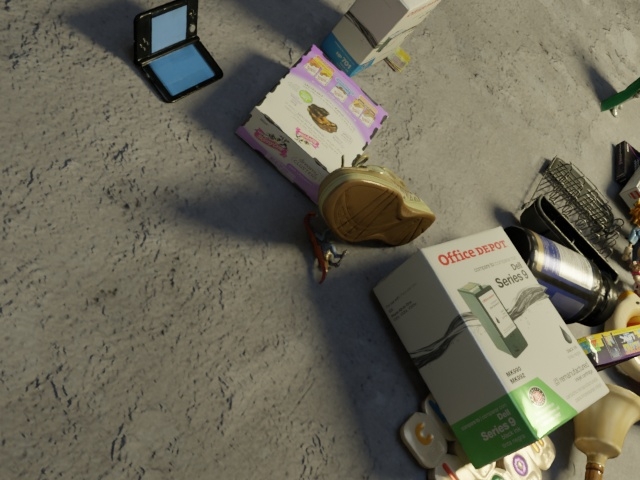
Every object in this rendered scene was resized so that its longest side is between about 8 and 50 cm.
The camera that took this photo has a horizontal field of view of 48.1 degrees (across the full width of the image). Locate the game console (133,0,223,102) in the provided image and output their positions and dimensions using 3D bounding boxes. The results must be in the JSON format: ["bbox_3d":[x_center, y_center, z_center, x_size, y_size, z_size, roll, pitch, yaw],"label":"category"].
[{"bbox_3d":[-0.195,-0.271,1.006,0.071,0.107,0.122,30,44,19],"label":"game console"}]

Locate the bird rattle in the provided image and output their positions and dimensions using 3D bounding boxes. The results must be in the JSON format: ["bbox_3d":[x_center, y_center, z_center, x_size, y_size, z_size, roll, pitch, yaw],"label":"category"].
[{"bbox_3d":[0.598,0.204,1.295,0.207,0.143,0.253,35,62,1],"label":"bird rattle"}]

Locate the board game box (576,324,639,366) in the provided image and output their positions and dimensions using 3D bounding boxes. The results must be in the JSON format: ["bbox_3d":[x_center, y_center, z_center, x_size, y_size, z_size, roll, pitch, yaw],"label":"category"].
[{"bbox_3d":[0.423,0.186,1.136,0.170,0.141,0.048,-4,67,-36],"label":"board game box"}]

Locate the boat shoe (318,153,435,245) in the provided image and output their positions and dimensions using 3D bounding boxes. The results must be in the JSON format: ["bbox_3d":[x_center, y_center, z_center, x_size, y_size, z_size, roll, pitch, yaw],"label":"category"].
[{"bbox_3d":[0.070,-0.057,1.021,0.089,0.104,0.285,59,18,23],"label":"boat shoe"}]

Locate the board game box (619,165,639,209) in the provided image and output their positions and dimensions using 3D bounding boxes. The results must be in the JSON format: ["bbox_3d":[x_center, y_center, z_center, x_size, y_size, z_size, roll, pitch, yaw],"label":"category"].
[{"bbox_3d":[0.792,-0.043,1.557,0.305,0.053,0.193,51,57,-6],"label":"board game box"}]

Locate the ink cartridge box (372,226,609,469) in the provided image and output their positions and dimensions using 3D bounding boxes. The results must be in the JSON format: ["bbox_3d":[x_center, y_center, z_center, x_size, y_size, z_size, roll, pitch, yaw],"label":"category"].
[{"bbox_3d":[0.239,0.140,1.020,0.211,0.121,0.289,-13,66,-43],"label":"ink cartridge box"}]

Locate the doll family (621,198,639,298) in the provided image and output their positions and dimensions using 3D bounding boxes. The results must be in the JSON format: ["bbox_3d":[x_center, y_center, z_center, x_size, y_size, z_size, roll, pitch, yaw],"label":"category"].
[{"bbox_3d":[0.654,-0.019,1.399,0.263,0.118,0.163,-38,133,-17],"label":"doll family"}]

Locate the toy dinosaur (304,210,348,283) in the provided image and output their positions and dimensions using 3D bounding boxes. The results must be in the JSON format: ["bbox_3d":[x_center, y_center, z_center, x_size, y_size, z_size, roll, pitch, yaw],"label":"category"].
[{"bbox_3d":[0.000,0.000,1.011,0.082,0.047,0.090,37,57,12],"label":"toy dinosaur"}]

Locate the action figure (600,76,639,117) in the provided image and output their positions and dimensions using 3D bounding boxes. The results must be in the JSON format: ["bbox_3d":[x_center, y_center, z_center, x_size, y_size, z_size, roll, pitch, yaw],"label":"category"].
[{"bbox_3d":[0.761,-0.368,1.628,0.063,0.232,0.137,48,49,-3],"label":"action figure"}]

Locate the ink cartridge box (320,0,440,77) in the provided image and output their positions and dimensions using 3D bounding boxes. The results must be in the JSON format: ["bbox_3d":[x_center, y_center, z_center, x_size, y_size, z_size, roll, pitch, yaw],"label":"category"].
[{"bbox_3d":[0.107,-0.371,1.187,0.139,0.190,0.082,-37,91,-36],"label":"ink cartridge box"}]

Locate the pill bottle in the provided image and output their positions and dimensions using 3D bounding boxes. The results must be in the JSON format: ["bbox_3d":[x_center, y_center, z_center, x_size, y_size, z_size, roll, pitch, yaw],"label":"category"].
[{"bbox_3d":[0.382,0.067,1.186,0.219,0.123,0.123,23,54,-24],"label":"pill bottle"}]

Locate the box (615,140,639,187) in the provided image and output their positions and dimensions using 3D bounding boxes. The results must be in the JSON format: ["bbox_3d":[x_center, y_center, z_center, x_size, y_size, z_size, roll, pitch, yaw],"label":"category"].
[{"bbox_3d":[0.727,-0.138,1.611,0.162,0.029,0.116,31,51,-17],"label":"box"}]

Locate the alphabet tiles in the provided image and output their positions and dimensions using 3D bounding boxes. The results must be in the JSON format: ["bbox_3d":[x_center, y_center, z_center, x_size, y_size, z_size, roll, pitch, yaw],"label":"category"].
[{"bbox_3d":[0.231,0.328,1.000,0.278,0.021,0.284,53,48,1],"label":"alphabet tiles"}]

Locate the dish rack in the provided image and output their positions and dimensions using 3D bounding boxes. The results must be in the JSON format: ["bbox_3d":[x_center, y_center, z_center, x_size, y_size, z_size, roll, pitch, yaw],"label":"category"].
[{"bbox_3d":[0.491,-0.049,1.364,0.208,0.074,0.271,46,48,-6],"label":"dish rack"}]

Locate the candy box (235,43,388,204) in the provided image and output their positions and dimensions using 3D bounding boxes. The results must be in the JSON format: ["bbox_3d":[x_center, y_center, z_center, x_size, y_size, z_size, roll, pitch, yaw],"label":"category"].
[{"bbox_3d":[-0.008,-0.177,1.083,0.165,0.070,0.196,42,48,-9],"label":"candy box"}]

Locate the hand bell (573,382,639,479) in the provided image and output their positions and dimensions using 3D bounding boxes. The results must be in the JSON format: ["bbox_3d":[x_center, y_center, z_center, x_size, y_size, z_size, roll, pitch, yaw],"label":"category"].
[{"bbox_3d":[0.403,0.345,1.058,0.126,0.126,0.242,33,56,-16],"label":"hand bell"}]

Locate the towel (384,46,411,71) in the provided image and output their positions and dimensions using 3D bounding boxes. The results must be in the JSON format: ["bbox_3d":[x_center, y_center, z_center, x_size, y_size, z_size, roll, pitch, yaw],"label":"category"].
[{"bbox_3d":[0.130,-0.350,1.319,0.083,0.009,0.060,48,49,-4],"label":"towel"}]
